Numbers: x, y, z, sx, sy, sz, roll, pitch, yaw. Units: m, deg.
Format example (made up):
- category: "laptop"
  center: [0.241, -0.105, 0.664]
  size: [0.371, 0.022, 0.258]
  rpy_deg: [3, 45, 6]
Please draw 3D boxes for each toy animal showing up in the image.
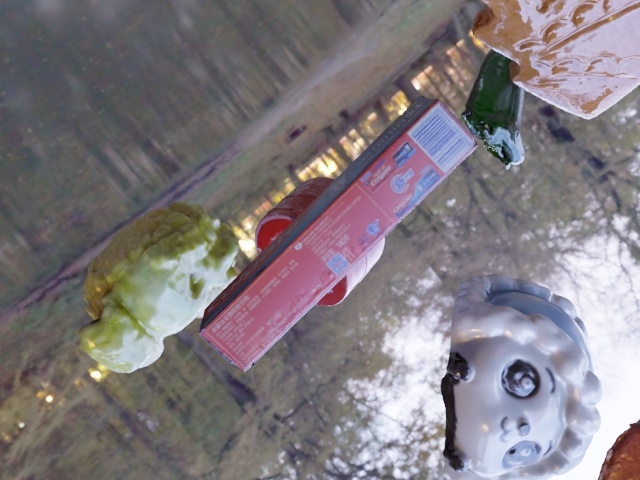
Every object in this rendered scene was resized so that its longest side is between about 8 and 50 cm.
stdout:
- category: "toy animal"
  center: [0.207, 0.149, 0.764]
  size: [0.156, 0.208, 0.204]
  rpy_deg: [2, -166, 13]

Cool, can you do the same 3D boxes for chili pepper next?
- category: "chili pepper"
  center: [0.228, -0.197, 0.932]
  size: [0.062, 0.108, 0.216]
  rpy_deg: [0, -110, 30]

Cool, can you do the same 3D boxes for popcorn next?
- category: "popcorn"
  center: [-0.267, 0.061, 1.173]
  size: [0.286, 0.174, 0.225]
  rpy_deg: [-46, -149, -12]

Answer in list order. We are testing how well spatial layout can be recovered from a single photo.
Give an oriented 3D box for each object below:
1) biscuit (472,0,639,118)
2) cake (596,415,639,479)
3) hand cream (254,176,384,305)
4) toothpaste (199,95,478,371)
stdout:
- category: "biscuit"
  center: [0.267, -0.232, 0.718]
  size: [0.283, 0.306, 0.043]
  rpy_deg: [-10, -131, 12]
- category: "cake"
  center: [0.543, 0.335, 1.044]
  size: [0.262, 0.160, 0.158]
  rpy_deg: [8, -169, 38]
- category: "hand cream"
  center: [0.000, 0.000, 1.427]
  size: [0.149, 0.230, 0.230]
  rpy_deg: [-49, -171, -36]
- category: "toothpaste"
  center: [0.013, -0.008, 0.734]
  size: [0.320, 0.066, 0.076]
  rpy_deg: [-44, -167, 5]
